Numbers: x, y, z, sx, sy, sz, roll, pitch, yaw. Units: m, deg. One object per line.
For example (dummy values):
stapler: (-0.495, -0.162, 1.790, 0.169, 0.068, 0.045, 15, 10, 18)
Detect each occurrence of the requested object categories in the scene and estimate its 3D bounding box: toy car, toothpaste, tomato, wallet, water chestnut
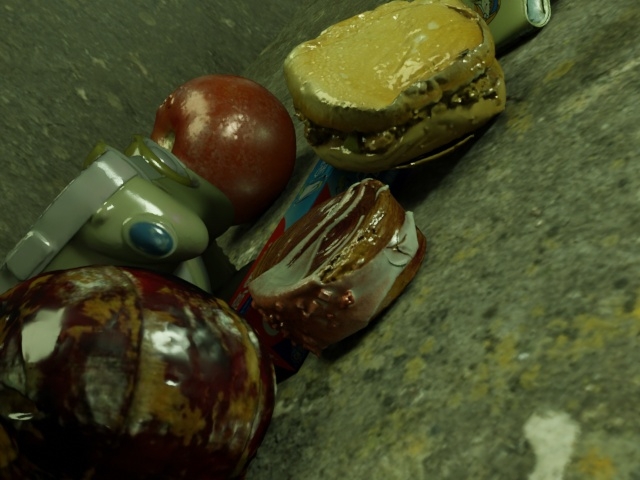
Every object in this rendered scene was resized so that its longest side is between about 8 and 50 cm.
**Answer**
toy car: (-0.196, 0.047, 1.443, 0.242, 0.226, 0.336, -46, 1, 9)
toothpaste: (-0.001, -0.001, 1.396, 0.066, 0.076, 0.320, -30, 23, 47)
tomato: (-0.130, -0.120, 1.937, 0.208, 0.184, 0.208, -21, 65, 55)
wallet: (0.184, -0.251, 1.514, 0.155, 0.039, 0.110, -25, 68, 59)
water chestnut: (-0.169, 0.136, 1.171, 0.289, 0.289, 0.244, -39, 11, 36)

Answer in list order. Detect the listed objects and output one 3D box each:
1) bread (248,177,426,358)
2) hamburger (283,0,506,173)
bread: (0.015, 0.023, 1.249, 0.160, 0.073, 0.160, -34, 23, 16)
hamburger: (0.070, -0.155, 1.378, 0.214, 0.108, 0.214, -17, 36, 13)
